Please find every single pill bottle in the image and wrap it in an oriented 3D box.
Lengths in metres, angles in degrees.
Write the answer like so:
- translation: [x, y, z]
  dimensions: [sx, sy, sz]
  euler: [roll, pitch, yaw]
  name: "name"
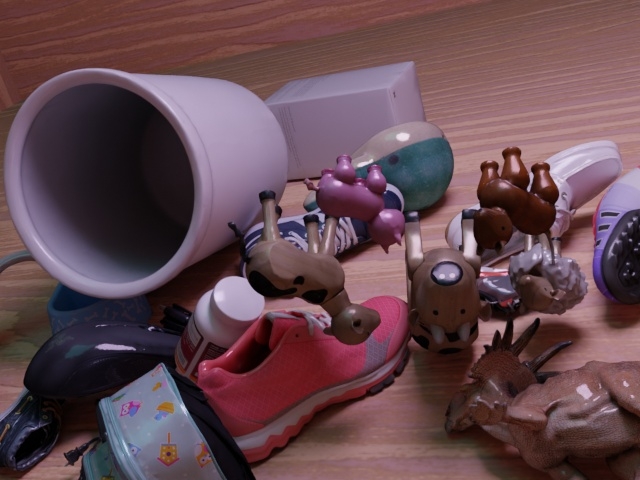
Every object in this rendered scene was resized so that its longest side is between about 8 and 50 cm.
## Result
- translation: [-0.125, 0.114, 0.984]
  dimensions: [0.086, 0.152, 0.086]
  euler: [15, 47, -17]
  name: "pill bottle"

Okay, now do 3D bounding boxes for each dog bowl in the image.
- translation: [-0.367, 0.083, 1.329]
  dimensions: [0.166, 0.074, 0.297]
  euler: [-15, 24, 4]
  name: "dog bowl"

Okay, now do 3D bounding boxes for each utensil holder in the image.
- translation: [-0.257, -0.111, 1.274]
  dimensions: [0.328, 0.327, 0.385]
  euler: [-8, 9, 18]
  name: "utensil holder"

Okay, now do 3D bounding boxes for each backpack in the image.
- translation: [-0.147, 0.223, 0.760]
  dimensions: [0.145, 0.188, 0.166]
  euler: [-23, 26, -14]
  name: "backpack"

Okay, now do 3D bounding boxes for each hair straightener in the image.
- translation: [-0.258, 0.263, 0.932]
  dimensions: [0.089, 0.047, 0.230]
  euler: [-20, 29, -6]
  name: "hair straightener"

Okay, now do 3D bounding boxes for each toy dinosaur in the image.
- translation: [0.251, 0.156, 0.743]
  dimensions: [0.296, 0.127, 0.200]
  euler: [-1, 22, 19]
  name: "toy dinosaur"

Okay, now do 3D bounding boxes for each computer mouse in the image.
- translation: [-0.268, 0.138, 1.068]
  dimensions: [0.272, 0.072, 0.188]
  euler: [-12, 22, -34]
  name: "computer mouse"

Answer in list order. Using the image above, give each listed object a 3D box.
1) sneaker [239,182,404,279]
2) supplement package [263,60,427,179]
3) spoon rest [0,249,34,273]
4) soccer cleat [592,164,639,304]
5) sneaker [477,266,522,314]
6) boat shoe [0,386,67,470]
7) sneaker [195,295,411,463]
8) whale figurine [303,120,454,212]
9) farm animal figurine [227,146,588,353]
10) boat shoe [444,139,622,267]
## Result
- translation: [0.000, 0.000, 1.238]
  dimensions: [0.282, 0.099, 0.153]
  euler: [-19, 19, 11]
  name: "sneaker"
- translation: [0.053, -0.246, 1.631]
  dimensions: [0.293, 0.175, 0.177]
  euler: [-3, 26, 27]
  name: "supplement package"
- translation: [-0.564, 0.110, 1.316]
  dimensions: [0.276, 0.084, 0.137]
  euler: [-42, 23, -11]
  name: "spoon rest"
- translation: [0.406, -0.010, 1.030]
  dimensions: [0.116, 0.108, 0.318]
  euler: [-20, 17, 45]
  name: "soccer cleat"
- translation: [0.255, 0.070, 1.011]
  dimensions: [0.158, 0.061, 0.064]
  euler: [-7, 53, 21]
  name: "sneaker"
- translation: [-0.366, 0.232, 1.038]
  dimensions: [0.083, 0.065, 0.183]
  euler: [3, 36, 31]
  name: "boat shoe"
- translation: [-0.011, 0.131, 0.930]
  dimensions: [0.314, 0.136, 0.116]
  euler: [-31, 29, -29]
  name: "sneaker"
- translation: [0.107, -0.095, 1.361]
  dimensions: [0.272, 0.141, 0.216]
  euler: [-29, -11, 21]
  name: "whale figurine"
- translation: [0.109, 0.047, 0.862]
  dimensions: [0.331, 0.327, 0.172]
  euler: [-10, 62, 22]
  name: "farm animal figurine"
- translation: [0.319, -0.039, 1.121]
  dimensions: [0.277, 0.098, 0.096]
  euler: [-32, 40, 10]
  name: "boat shoe"
